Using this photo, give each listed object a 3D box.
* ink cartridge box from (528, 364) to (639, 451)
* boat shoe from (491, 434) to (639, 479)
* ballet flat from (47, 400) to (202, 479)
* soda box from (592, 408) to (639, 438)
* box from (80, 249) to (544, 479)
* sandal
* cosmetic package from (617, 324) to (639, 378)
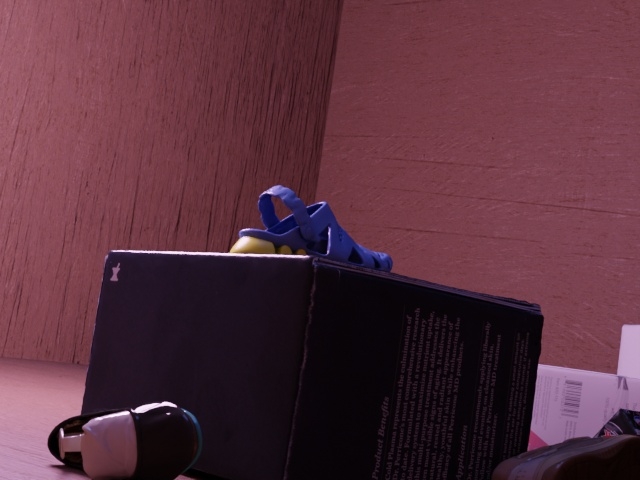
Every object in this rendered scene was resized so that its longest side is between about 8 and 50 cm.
[{"bbox_3d":[0.484,0.331,1.743,0.283,0.207,0.117,6,-8,27],"label":"ink cartridge box"},{"bbox_3d":[0.374,0.331,1.469,0.110,0.121,0.341,4,-6,44],"label":"boat shoe"},{"bbox_3d":[-0.237,0.236,1.171,0.096,0.095,0.280,0,-11,-34],"label":"ballet flat"},{"bbox_3d":[0.452,0.340,1.618,0.060,0.169,0.053,12,35,-31],"label":"soda box"},{"bbox_3d":[-0.015,0.191,1.508,0.472,0.297,0.480,16,-10,-41],"label":"box"},{"bbox_3d":[0.000,0.000,1.671,0.317,0.138,0.126,16,-13,-42],"label":"sandal"},{"bbox_3d":[0.783,0.336,1.956,0.329,0.327,0.394,9,-7,-6],"label":"cosmetic package"}]
